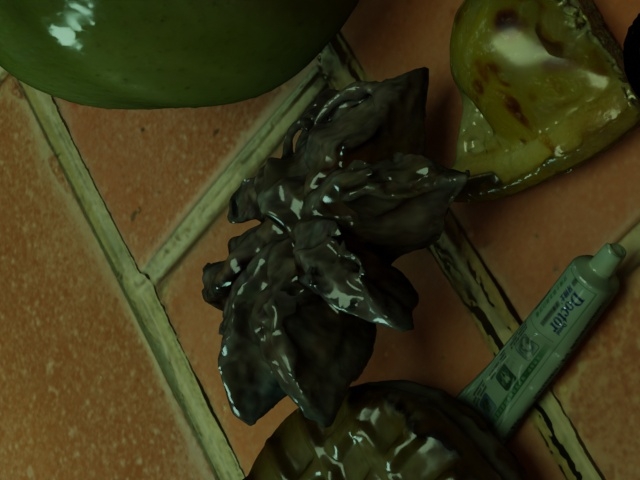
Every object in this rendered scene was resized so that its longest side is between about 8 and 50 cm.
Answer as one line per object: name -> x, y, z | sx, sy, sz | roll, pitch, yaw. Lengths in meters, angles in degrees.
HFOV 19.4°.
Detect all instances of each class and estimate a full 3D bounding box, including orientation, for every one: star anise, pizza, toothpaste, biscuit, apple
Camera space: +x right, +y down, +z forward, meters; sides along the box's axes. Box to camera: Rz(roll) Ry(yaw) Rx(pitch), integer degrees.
star anise -> -0.001, 0.001, 1.532 | 0.332, 0.117, 0.331 | -47, 27, 33
pizza -> 0.141, -0.124, 1.471 | 0.204, 0.080, 0.188 | -39, 62, 37
toothpaste -> 0.172, 0.081, 1.459 | 0.064, 0.041, 0.218 | 55, 130, 29
biscuit -> 0.048, 0.271, 1.515 | 0.332, 0.103, 0.332 | -3, 86, 49
apple -> -0.150, -0.248, 1.564 | 0.311, 0.360, 0.320 | 48, 121, 32

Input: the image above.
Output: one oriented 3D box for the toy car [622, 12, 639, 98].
toy car -> 0.329, -0.093, 1.210 | 0.213, 0.176, 0.358 | 173, 79, -75
